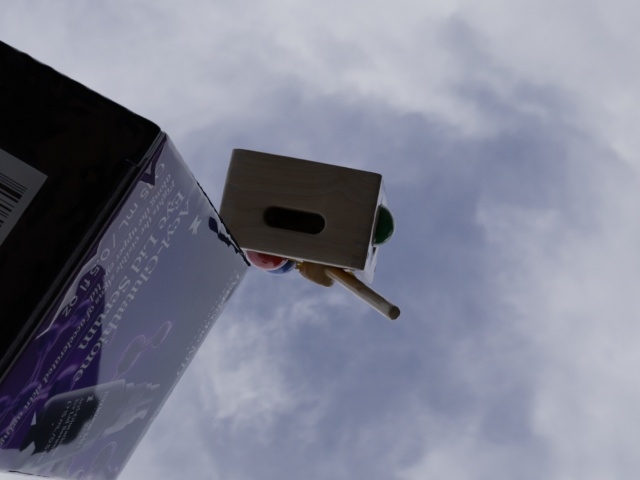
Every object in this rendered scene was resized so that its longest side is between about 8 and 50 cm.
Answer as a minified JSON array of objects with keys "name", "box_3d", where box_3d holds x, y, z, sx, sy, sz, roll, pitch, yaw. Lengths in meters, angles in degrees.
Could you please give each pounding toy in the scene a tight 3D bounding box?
[{"name":"pounding toy","box_3d":[0.000,0.000,0.730,0.141,0.130,0.100,11,-96,8]}]

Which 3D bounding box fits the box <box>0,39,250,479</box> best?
[{"name":"box","box_3d":[-0.131,0.023,0.472,0.108,0.207,0.153,29,-100,14]}]
